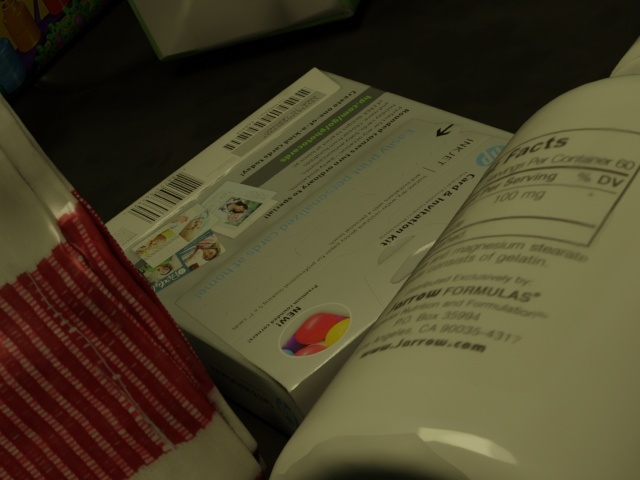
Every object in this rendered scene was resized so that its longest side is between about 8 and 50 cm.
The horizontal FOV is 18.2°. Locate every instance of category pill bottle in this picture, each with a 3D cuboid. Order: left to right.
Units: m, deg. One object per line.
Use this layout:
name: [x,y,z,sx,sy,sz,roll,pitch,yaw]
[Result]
pill bottle: [0.094,0.027,0.584,0.131,0.131,0.229,1,39,40]

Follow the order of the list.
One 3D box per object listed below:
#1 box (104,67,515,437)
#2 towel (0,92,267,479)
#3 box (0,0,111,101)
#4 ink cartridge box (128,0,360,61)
box: [0.000,0.000,0.798,0.145,0.038,0.186,-39,30,-18]
towel: [-0.198,0.020,0.661,0.237,0.329,0.037,-36,2,-15]
box: [-0.238,-0.243,1.128,0.177,0.279,0.290,3,41,41]
ink cartridge box: [-0.030,-0.279,1.088,0.119,0.207,0.353,-12,31,26]
